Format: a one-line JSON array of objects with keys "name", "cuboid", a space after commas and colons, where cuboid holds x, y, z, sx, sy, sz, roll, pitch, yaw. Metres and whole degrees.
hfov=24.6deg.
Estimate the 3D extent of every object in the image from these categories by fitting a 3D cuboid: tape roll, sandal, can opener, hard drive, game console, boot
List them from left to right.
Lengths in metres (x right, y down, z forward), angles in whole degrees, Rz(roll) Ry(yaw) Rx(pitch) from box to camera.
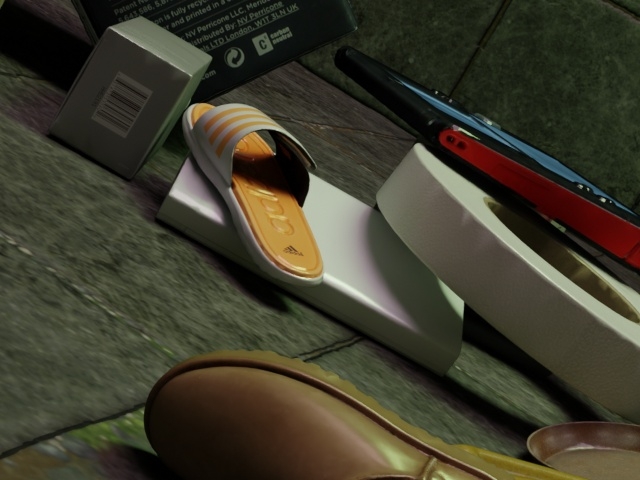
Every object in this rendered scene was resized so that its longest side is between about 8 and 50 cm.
[{"name": "sandal", "cuboid": [-0.044, -0.062, 1.361, 0.102, 0.076, 0.265, 13, 31, -36]}, {"name": "boot", "cuboid": [-0.009, 0.148, 0.690, 0.236, 0.089, 0.269, 17, 16, 8]}, {"name": "hard drive", "cuboid": [0.000, 0.000, 1.437, 0.308, 0.040, 0.203, 30, 25, -7]}, {"name": "can opener", "cuboid": [0.145, 0.077, 1.591, 0.283, 0.076, 0.095, 29, 42, -10]}, {"name": "game console", "cuboid": [0.208, -0.106, 1.721, 0.342, 0.060, 0.386, 30, 8, -25]}, {"name": "tape roll", "cuboid": [0.229, 0.045, 1.490, 0.392, 0.072, 0.392, 36, 11, -8]}]

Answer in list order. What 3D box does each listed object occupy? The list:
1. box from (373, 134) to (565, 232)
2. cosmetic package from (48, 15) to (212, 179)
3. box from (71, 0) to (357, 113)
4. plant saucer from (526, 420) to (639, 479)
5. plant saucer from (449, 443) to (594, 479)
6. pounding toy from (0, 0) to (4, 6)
[{"name": "box", "cuboid": [0.194, -0.023, 1.920, 0.232, 0.148, 0.127, 18, 17, -50]}, {"name": "cosmetic package", "cuboid": [-0.190, -0.153, 1.516, 0.107, 0.127, 0.238, 30, 8, -8]}, {"name": "box", "cuboid": [-0.177, -0.430, 1.831, 0.471, 0.297, 0.480, 64, 6, -11]}, {"name": "plant saucer", "cuboid": [0.259, 0.193, 1.252, 0.169, 0.029, 0.168, 4, 12, -1]}, {"name": "plant saucer", "cuboid": [0.204, 0.238, 0.893, 0.333, 0.081, 0.333, 21, 15, -43]}, {"name": "pounding toy", "cuboid": [-0.358, -0.215, 1.320, 0.141, 0.130, 0.100, 38, 13, 36]}]
